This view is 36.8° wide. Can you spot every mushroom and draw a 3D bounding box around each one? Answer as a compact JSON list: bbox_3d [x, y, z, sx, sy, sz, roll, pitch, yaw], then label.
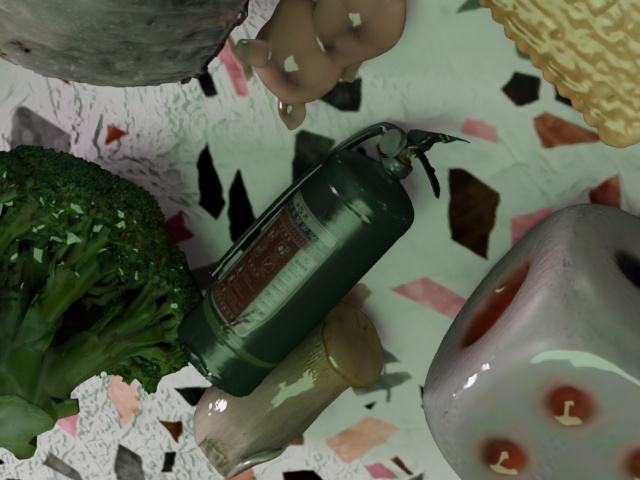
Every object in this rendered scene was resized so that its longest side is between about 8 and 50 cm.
[{"bbox_3d":[-0.045,0.150,0.917,0.108,0.096,0.247,18,135,-34],"label":"mushroom"}]

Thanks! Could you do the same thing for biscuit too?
[{"bbox_3d":[0.188,-0.192,0.657,0.250,0.030,0.160,45,126,-9],"label":"biscuit"}]

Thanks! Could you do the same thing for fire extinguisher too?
[{"bbox_3d":[0.000,0.000,0.796,0.093,0.118,0.294,23,117,-44],"label":"fire extinguisher"}]

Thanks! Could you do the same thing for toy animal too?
[{"bbox_3d":[0.005,-0.155,0.724,0.150,0.089,0.083,-36,99,26],"label":"toy animal"}]

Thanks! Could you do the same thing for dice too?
[{"bbox_3d":[0.205,0.103,0.734,0.192,0.194,0.193,37,125,-1],"label":"dice"}]

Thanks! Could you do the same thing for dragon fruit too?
[{"bbox_3d":[-0.176,-0.226,0.636,0.283,0.221,0.204,-49,58,35],"label":"dragon fruit"}]

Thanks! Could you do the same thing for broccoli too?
[{"bbox_3d":[-0.253,0.056,0.859,0.308,0.275,0.308,-7,135,-7],"label":"broccoli"}]
